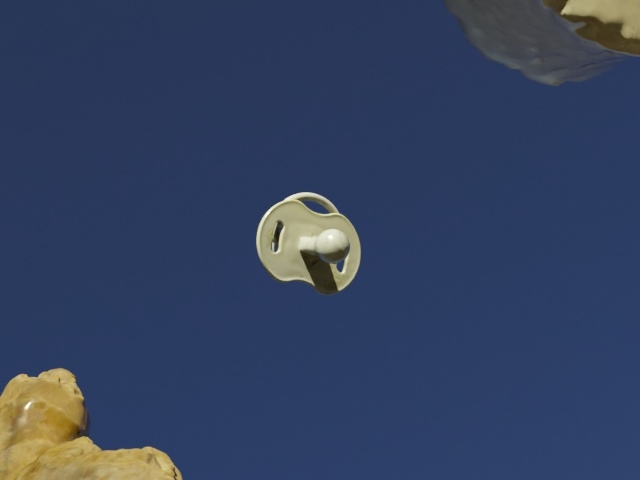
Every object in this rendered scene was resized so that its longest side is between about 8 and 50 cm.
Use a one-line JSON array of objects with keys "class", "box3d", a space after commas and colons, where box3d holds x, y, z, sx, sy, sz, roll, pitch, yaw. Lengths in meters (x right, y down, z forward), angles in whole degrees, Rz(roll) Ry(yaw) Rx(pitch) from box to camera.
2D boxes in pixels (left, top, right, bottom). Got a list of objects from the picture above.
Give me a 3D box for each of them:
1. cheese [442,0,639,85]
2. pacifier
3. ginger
[{"class": "cheese", "box3d": [0.233, -0.297, 1.189, 0.332, 0.153, 0.292, -33, -80, -20]}, {"class": "pacifier", "box3d": [0.000, 0.000, 1.035, 0.083, 0.064, 0.068, 18, -101, -29]}, {"class": "ginger", "box3d": [-0.096, 0.103, 0.600, 0.096, 0.165, 0.067, -41, -47, 20]}]
